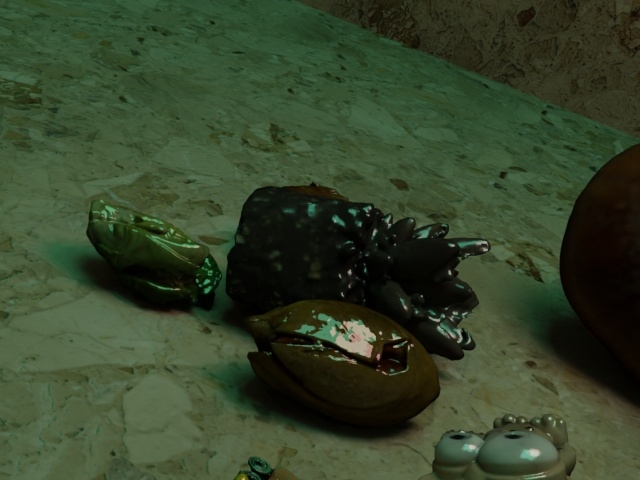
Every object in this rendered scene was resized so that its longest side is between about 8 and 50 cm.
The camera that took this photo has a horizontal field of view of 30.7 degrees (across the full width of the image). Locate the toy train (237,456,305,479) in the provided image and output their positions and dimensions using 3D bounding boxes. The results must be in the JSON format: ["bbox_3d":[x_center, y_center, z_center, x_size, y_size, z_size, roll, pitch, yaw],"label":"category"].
[{"bbox_3d":[-0.056,0.245,1.097,0.064,0.044,0.103,33,23,5],"label":"toy train"}]

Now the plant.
[{"bbox_3d":[0.048,0.049,1.449,0.321,0.194,0.181,15,3,7],"label":"plant"}]

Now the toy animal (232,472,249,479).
[{"bbox_3d":[-0.105,0.277,0.836,0.156,0.156,0.230,19,23,-1],"label":"toy animal"}]

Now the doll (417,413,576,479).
[{"bbox_3d":[0.191,0.240,1.224,0.154,0.119,0.278,-4,6,13],"label":"doll"}]

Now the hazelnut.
[{"bbox_3d":[0.532,0.048,1.640,0.409,0.359,0.359,48,30,14],"label":"hazelnut"}]

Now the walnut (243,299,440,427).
[{"bbox_3d":[0.024,0.136,1.316,0.245,0.137,0.137,20,21,-9],"label":"walnut"}]

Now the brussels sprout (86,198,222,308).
[{"bbox_3d":[-0.208,0.015,1.443,0.181,0.100,0.139,17,12,-2],"label":"brussels sprout"}]

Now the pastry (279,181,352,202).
[{"bbox_3d":[0.000,0.000,1.643,0.219,0.100,0.229,14,24,-13],"label":"pastry"}]
